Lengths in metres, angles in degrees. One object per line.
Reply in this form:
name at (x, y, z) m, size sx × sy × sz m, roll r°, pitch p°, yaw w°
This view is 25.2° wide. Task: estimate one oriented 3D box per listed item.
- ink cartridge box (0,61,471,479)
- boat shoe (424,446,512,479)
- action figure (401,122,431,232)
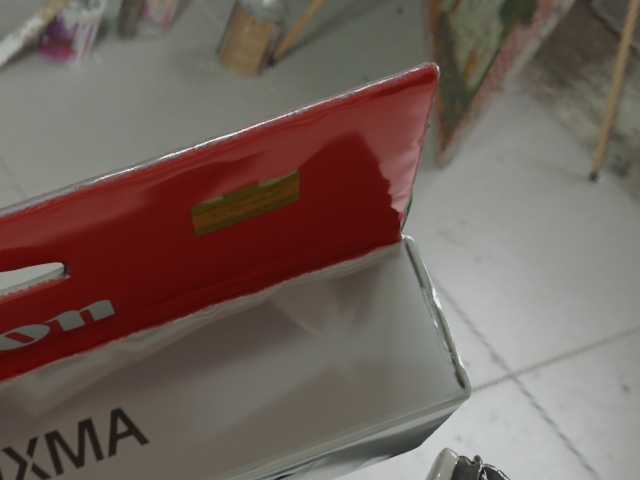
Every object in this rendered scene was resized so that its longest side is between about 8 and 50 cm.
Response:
ink cartridge box at (-0.100, 0.068, 0.440) m, size 0.296 × 0.261 × 0.066 m, roll -19°, pitch 76°, yaw -7°
boat shoe at (0.086, 0.337, 1.201) m, size 0.095 × 0.112 × 0.335 m, roll 23°, pitch 69°, yaw 4°
action figure at (0.000, 0.000, 0.875) m, size 0.063 × 0.232 × 0.137 m, roll 17°, pitch 36°, yaw -24°
